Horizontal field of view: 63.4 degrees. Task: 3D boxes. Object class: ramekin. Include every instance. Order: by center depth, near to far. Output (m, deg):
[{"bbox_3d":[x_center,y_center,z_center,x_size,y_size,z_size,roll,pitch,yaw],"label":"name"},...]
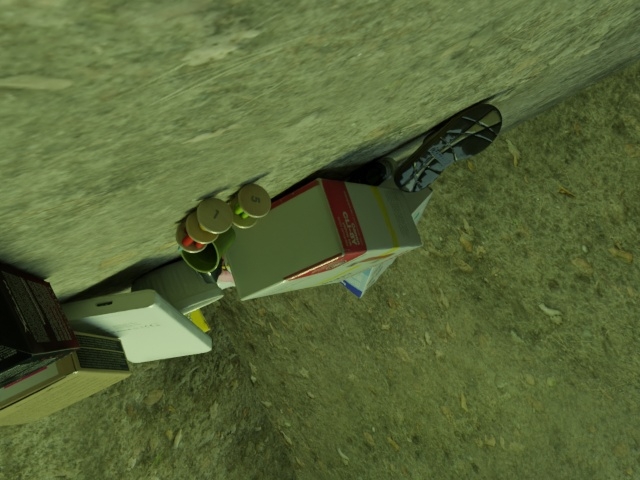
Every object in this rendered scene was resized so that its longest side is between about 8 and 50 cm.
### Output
[{"bbox_3d":[-0.344,0.121,1.225,0.207,0.109,0.207,-23,174,-2],"label":"ramekin"}]

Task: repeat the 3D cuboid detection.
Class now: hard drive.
[{"bbox_3d":[-0.380,0.191,1.102,0.202,0.040,0.308,-10,152,5],"label":"hard drive"}]

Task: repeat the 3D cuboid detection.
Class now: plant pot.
[{"bbox_3d":[-0.190,0.002,0.909,0.083,0.083,0.079,-28,-171,35],"label":"plant pot"}]

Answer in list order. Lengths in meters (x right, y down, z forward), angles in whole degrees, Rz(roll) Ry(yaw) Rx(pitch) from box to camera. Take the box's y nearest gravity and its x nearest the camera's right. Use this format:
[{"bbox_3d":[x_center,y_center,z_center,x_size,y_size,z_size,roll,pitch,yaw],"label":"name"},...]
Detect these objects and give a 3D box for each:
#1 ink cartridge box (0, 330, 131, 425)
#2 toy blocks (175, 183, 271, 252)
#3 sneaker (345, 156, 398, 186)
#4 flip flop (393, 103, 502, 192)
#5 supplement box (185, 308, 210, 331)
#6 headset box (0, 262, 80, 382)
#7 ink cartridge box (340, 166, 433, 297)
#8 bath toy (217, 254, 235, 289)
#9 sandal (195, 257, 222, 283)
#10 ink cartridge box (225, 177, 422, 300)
[{"bbox_3d":[-0.515,0.263,0.979,0.234,0.088,0.193,-25,161,1],"label":"ink cartridge box"},{"bbox_3d":[-0.157,-0.026,0.797,0.123,0.054,0.148,-25,177,-36],"label":"toy blocks"},{"bbox_3d":[0.101,-0.140,1.231,0.170,0.063,0.074,-31,173,33],"label":"sneaker"},{"bbox_3d":[0.282,-0.217,1.187,0.277,0.112,0.080,-39,-146,21],"label":"flip flop"},{"bbox_3d":[-0.542,0.285,1.883,0.195,0.194,0.356,-26,178,-19],"label":"supplement box"},{"bbox_3d":[-0.415,0.129,0.581,0.218,0.110,0.293,-26,178,-18],"label":"headset box"},{"bbox_3d":[0.168,-0.003,1.606,0.270,0.151,0.396,-44,161,-26],"label":"ink cartridge box"},{"bbox_3d":[-0.242,0.084,1.460,0.129,0.152,0.348,-41,-167,-30],"label":"bath toy"},{"bbox_3d":[-0.246,0.045,1.112,0.054,0.097,0.254,0,174,-7],"label":"sandal"},{"bbox_3d":[0.019,-0.002,1.159,0.279,0.161,0.384,-26,168,31],"label":"ink cartridge box"}]
